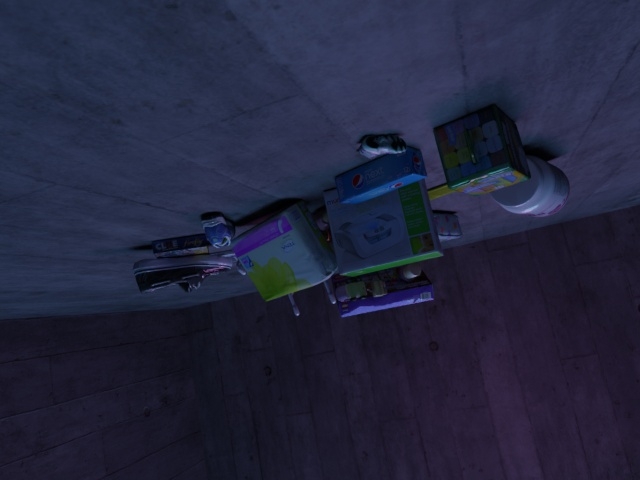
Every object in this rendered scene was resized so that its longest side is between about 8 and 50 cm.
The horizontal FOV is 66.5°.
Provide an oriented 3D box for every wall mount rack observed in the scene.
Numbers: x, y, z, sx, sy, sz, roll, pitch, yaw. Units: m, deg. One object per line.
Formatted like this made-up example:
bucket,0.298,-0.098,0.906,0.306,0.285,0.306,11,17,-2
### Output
wall mount rack,-0.110,0.113,1.680,0.304,0.131,0.350,37,142,-25

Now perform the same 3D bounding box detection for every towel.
towel,0.345,-0.141,1.572,0.237,0.021,0.102,-19,169,39

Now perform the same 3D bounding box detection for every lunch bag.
lunch bag,0.432,-0.040,2.012,0.224,0.108,0.279,-15,169,42

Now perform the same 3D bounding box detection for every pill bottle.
pill bottle,0.580,-0.151,1.362,0.160,0.161,0.283,-18,168,37

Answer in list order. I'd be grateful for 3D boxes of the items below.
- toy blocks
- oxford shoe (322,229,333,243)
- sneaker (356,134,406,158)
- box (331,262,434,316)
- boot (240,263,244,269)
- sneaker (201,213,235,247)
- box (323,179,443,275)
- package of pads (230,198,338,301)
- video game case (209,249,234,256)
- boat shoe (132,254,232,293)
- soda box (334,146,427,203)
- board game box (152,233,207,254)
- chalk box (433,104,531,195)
toy blocks,0.124,0.046,1.542,0.288,0.309,0.260,-6,165,-24
oxford shoe,0.000,0.000,1.705,0.363,0.130,0.132,-14,164,15
sneaker,0.121,-0.188,0.996,0.098,0.038,0.069,3,168,-20
box,0.190,0.148,1.562,0.293,0.057,0.201,-11,-160,-2
boot,-0.230,0.091,2.126,0.189,0.076,0.208,13,152,-33
sneaker,-0.288,-0.017,1.386,0.080,0.081,0.211,-13,173,3
box,0.166,-0.044,1.292,0.261,0.231,0.126,-14,170,18
package of pads,-0.108,0.043,1.418,0.296,0.229,0.101,-25,-171,43
video game case,-0.417,0.075,1.970,0.173,0.022,0.190,-10,171,-5
boat shoe,-0.448,0.118,1.619,0.334,0.119,0.121,-4,169,-34
soda box,0.138,-0.148,1.146,0.210,0.067,0.071,-18,169,39
board game box,-0.455,0.034,1.615,0.164,0.042,0.243,-9,171,-13
chalk box,0.322,-0.178,0.990,0.132,0.133,0.213,-18,168,35
